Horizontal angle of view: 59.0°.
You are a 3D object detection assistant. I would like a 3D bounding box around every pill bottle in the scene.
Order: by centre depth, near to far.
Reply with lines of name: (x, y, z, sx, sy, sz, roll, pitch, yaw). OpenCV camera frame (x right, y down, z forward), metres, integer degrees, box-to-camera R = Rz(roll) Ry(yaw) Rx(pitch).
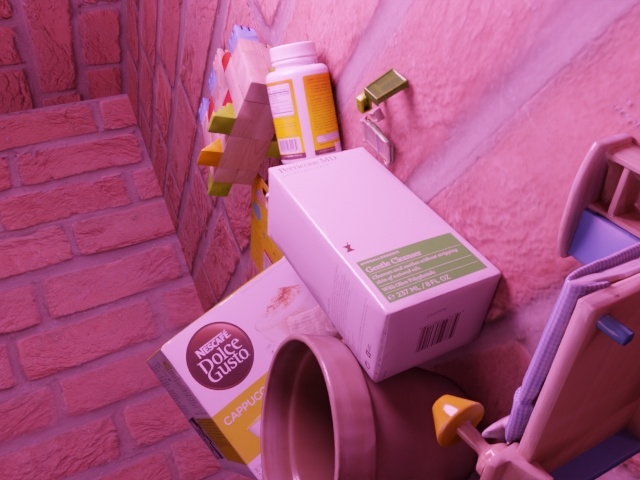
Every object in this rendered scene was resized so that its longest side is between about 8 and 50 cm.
pill bottle: (-0.033, -0.251, 1.049, 0.117, 0.117, 0.214, 21, 124, 62)

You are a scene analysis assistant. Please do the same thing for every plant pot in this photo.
plant pot: (0.082, 0.317, 0.913, 0.323, 0.281, 0.322, -174, 90, -67)

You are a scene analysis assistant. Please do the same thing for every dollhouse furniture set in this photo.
dollhouse furniture set: (0.210, 0.003, 0.434, 0.198, 0.304, 0.286, 47, 146, 45)
dollhouse furniture set: (0.104, -0.197, 0.898, 0.076, 0.059, 0.151, 50, 168, 29)

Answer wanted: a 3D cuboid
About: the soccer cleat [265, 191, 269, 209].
soccer cleat: (0.000, 0.000, 1.114, 0.331, 0.143, 0.115, 53, 150, 39)

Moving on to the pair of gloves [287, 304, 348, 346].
pair of gloves: (0.059, 0.220, 1.127, 0.240, 0.204, 0.042, 64, -160, 11)

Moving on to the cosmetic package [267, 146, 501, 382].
cosmetic package: (0.075, 0.017, 0.893, 0.365, 0.197, 0.155, 50, 148, 40)

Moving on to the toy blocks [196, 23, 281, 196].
toy blocks: (-0.181, -0.320, 1.277, 0.381, 0.191, 0.260, -57, 41, 44)

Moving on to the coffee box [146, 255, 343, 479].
coffee box: (-0.152, 0.289, 1.296, 0.334, 0.338, 0.338, 53, 154, 1)

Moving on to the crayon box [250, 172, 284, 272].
crayon box: (-0.100, -0.010, 1.416, 0.202, 0.081, 0.318, 56, 152, 35)
